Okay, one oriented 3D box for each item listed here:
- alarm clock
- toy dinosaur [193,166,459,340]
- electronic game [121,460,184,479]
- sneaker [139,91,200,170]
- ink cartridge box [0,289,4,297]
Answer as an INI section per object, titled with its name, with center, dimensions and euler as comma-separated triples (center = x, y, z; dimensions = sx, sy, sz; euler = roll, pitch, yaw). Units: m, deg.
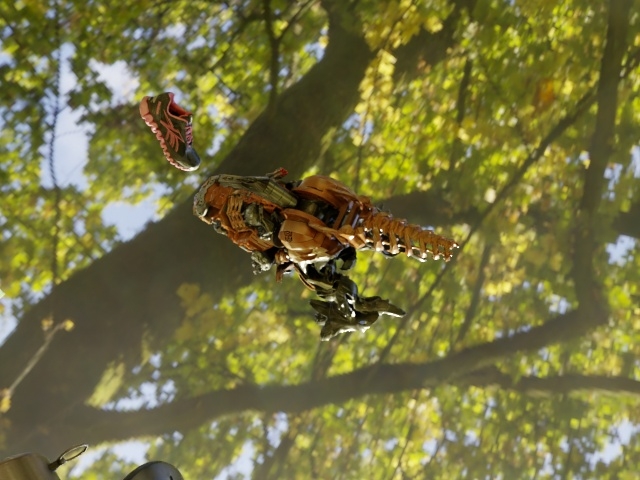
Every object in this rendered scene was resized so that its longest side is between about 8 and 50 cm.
[alarm clock]
center = -0.359, 0.297, 1.349
dimensions = 0.064, 0.192, 0.129
euler = 56, -3, 23
[toy dinosaur]
center = 0.000, 0.000, 1.242
dimensions = 0.322, 0.164, 0.218
euler = 35, -7, 46
[electronic game]
center = -0.258, 0.427, 1.607
dimensions = 0.048, 0.229, 0.229
euler = 11, -54, 26
[sneaker]
center = -0.187, -0.145, 1.488
dimensions = 0.057, 0.047, 0.119
euler = -20, -61, 23
[ink cartridge box]
center = -0.519, 0.052, 1.535
dimensions = 0.062, 0.109, 0.209
euler = 40, -16, 18
